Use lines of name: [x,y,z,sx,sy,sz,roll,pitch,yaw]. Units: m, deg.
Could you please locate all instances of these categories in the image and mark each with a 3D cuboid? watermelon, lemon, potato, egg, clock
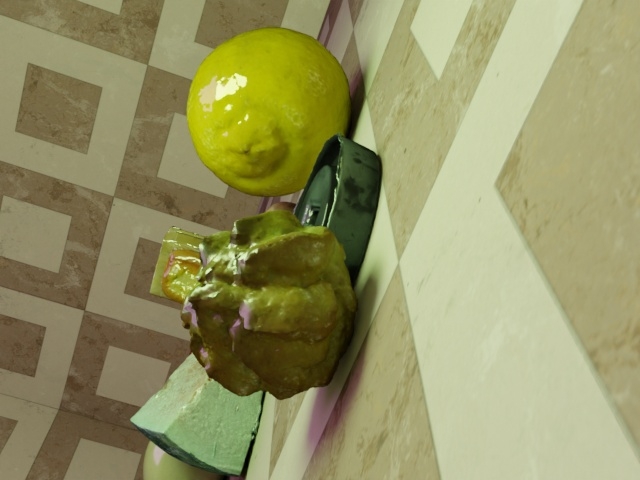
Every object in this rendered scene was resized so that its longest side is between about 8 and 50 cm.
watermelon: [-0.215,0.313,1.544,0.258,0.228,0.387,-63,0,2]
lemon: [-0.096,-0.254,1.521,0.348,0.347,0.348,-162,90,-82]
potato: [-0.077,-0.028,1.678,0.147,0.112,0.112,108,175,-61]
egg: [-0.302,0.506,1.735,0.186,0.185,0.242,-169,87,-82]
clock: [0.000,0.000,1.174,0.325,0.067,0.325,-163,90,-79]

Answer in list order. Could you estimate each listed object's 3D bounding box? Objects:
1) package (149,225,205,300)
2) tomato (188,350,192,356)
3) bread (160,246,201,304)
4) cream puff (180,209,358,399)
package: [-0.314,0.080,2.254,0.165,0.311,0.221,117,169,-59]
tomato: [-0.277,0.324,2.037,0.167,0.167,0.167,-162,90,-82]
bread: [-0.288,0.122,2.131,0.119,0.288,0.153,40,-112,-89]
cream puff: [-0.067,0.078,0.959,0.196,0.244,0.244,31,-105,-70]
